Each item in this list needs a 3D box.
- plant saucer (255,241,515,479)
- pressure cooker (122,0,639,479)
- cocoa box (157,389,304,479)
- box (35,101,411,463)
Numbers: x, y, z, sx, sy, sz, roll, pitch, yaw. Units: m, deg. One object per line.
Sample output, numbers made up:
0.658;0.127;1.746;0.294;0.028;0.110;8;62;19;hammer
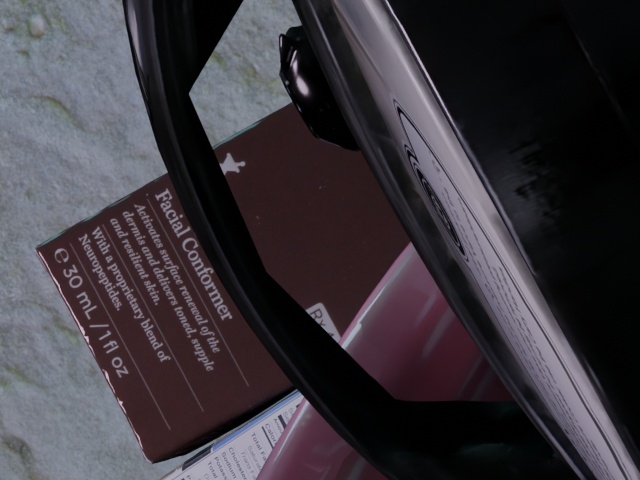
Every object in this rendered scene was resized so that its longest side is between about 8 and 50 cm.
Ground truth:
0.019;0.146;0.809;0.332;0.084;0.332;-58;-11;-19;plant saucer
0.159;-0.078;0.573;0.420;0.370;0.375;-28;-12;5;pressure cooker
0.090;0.192;1.409;0.347;0.231;0.228;-21;-12;-49;cocoa box
0.000;0.000;1.409;0.381;0.191;0.143;-30;-6;2;box
